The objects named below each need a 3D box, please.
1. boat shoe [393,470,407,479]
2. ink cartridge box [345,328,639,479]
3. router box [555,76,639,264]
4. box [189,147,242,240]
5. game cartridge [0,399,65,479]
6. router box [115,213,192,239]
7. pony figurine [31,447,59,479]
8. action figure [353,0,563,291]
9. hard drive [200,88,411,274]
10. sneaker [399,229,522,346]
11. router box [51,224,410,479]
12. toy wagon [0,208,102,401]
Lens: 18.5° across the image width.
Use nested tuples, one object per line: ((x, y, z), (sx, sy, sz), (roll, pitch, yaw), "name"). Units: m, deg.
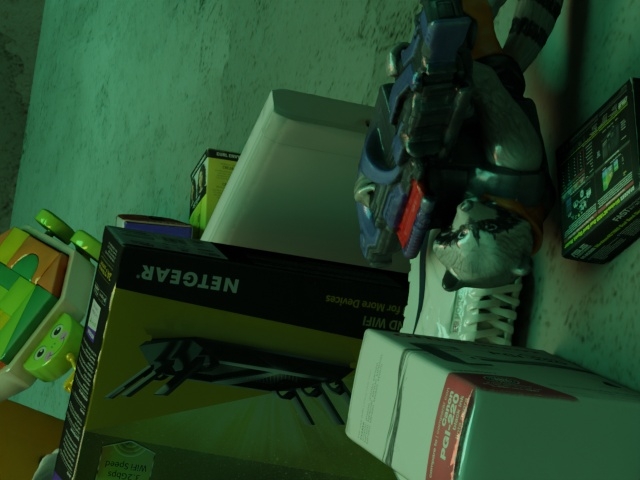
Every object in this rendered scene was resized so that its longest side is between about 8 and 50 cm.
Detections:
((0.102, 0.235, 1.552), (0.081, 0.079, 0.227), (-69, 25, 18), "boat shoe")
((0.130, 0.131, 1.401), (0.218, 0.158, 0.092), (-161, 80, -70), "ink cartridge box")
((0.216, -0.049, 1.427), (0.122, 0.038, 0.092), (132, 144, -57), "router box")
((-0.122, 0.014, 2.318), (0.087, 0.058, 0.232), (131, 143, -60), "box")
((-0.356, 0.357, 2.481), (0.052, 0.285, 0.324), (-41, 39, 33), "game cartridge")
((-0.215, 0.138, 2.362), (0.301, 0.082, 0.335), (-173, 88, -83), "router box")
((-0.136, 0.265, 1.992), (0.351, 0.303, 0.363), (-112, 21, -71), "pony figurine")
((0.126, -0.122, 1.493), (0.341, 0.178, 0.330), (110, 162, -68), "action figure")
((0.000, 0.000, 1.763), (0.307, 0.203, 0.040), (118, 154, -42), "hard drive")
((0.120, 0.069, 1.583), (0.095, 0.090, 0.235), (-35, 49, 51), "sneaker")
((-0.058, 0.133, 1.704), (0.081, 0.309, 0.243), (-141, 62, -68), "router box")
((-0.366, 0.097, 2.404), (0.267, 0.068, 0.344), (-53, 32, -8), "toy wagon")
